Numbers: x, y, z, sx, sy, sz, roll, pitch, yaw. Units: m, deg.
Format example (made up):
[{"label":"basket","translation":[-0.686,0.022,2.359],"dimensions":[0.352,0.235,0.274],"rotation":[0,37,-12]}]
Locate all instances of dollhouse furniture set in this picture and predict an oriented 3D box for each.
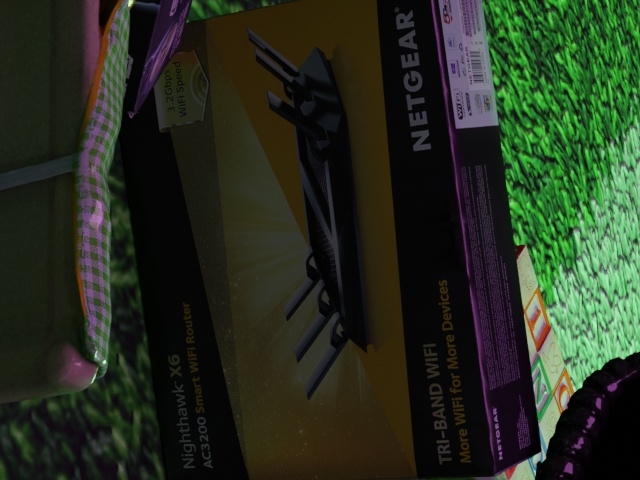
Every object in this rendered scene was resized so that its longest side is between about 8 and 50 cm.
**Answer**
[{"label":"dollhouse furniture set","translation":[-0.169,-0.006,0.786],"dimensions":[0.151,0.301,0.198],"rotation":[19,65,-54]}]

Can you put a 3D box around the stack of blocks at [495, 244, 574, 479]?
[{"label":"stack of blocks","translation":[0.115,0.067,1.477],"dimensions":[0.171,0.087,0.297],"rotation":[-53,128,-51]}]

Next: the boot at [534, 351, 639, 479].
[{"label":"boot","translation":[0.181,0.270,1.145],"dimensions":[0.260,0.131,0.348],"rotation":[100,-6,-63]}]

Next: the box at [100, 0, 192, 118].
[{"label":"box","translation":[-0.137,-0.178,0.956],"dimensions":[0.180,0.147,0.077],"rotation":[113,2,-46]}]

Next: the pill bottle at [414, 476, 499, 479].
[{"label":"pill bottle","translation":[0.056,0.285,1.280],"dimensions":[0.136,0.136,0.246],"rotation":[57,39,-38]}]

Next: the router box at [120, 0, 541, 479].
[{"label":"router box","translation":[0.000,0.000,1.139],"dimensions":[0.081,0.242,0.309],"rotation":[-10,92,-60]}]
